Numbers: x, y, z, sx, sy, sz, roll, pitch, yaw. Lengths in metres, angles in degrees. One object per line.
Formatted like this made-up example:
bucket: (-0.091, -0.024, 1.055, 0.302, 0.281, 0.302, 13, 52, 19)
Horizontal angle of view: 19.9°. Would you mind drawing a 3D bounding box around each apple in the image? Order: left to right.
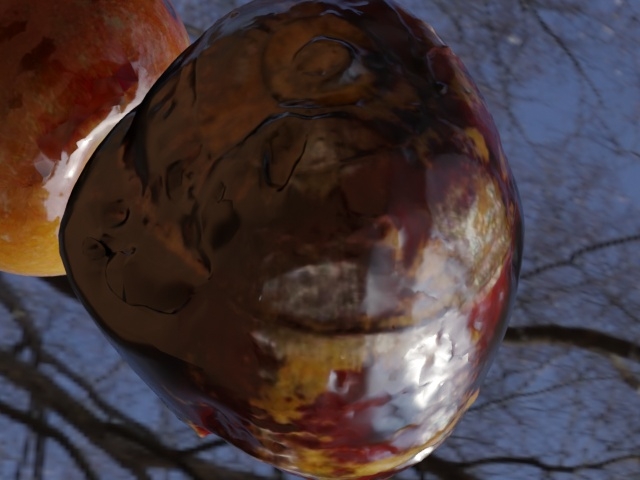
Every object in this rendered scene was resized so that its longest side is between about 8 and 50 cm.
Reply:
apple: (-0.199, -0.097, 1.298, 0.253, 0.253, 0.254, -6, -102, 30)

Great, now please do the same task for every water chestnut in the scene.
water chestnut: (0.000, 0.000, 1.050, 0.289, 0.244, 0.289, -17, -114, 43)
